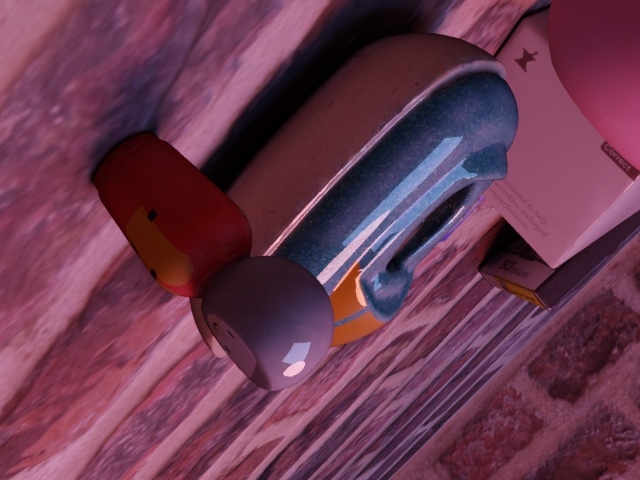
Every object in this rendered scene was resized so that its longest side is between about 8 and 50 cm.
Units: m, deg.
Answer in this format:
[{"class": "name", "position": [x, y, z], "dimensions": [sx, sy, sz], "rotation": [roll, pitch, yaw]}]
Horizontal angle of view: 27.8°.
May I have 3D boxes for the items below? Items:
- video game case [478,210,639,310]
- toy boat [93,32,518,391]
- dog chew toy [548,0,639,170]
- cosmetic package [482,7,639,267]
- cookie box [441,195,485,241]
[{"class": "video game case", "position": [0.341, -0.029, 1.651], "dimensions": [0.275, 0.035, 0.248], "rotation": [-42, -171, -3]}, {"class": "toy boat", "position": [0.000, 0.000, 0.766], "dimensions": [0.267, 0.148, 0.318], "rotation": [-49, 165, 23]}, {"class": "dog chew toy", "position": [0.311, -0.186, 0.836], "dimensions": [0.332, 0.206, 0.207], "rotation": [-41, 168, 24]}, {"class": "cosmetic package", "position": [0.227, -0.102, 1.077], "dimensions": [0.184, 0.151, 0.151], "rotation": [-28, 160, -44]}, {"class": "cookie box", "position": [0.109, -0.036, 1.173], "dimensions": [0.092, 0.040, 0.107], "rotation": [-49, 165, 25]}]
